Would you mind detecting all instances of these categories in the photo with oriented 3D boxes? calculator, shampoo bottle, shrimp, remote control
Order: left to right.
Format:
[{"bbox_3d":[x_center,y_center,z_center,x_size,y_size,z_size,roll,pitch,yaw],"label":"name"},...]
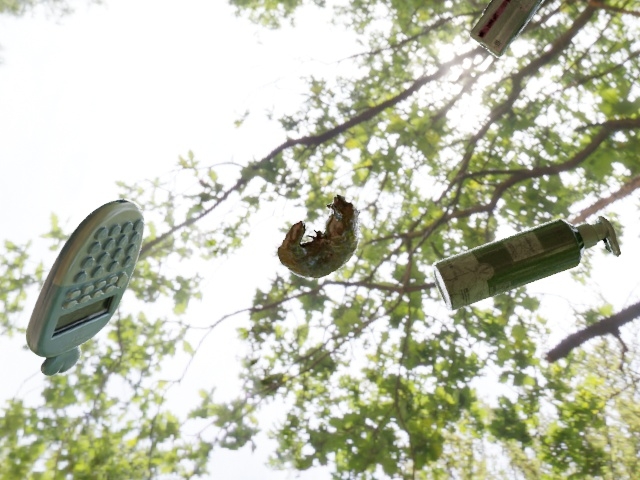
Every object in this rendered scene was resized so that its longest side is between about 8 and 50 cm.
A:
[{"bbox_3d":[-0.345,0.073,0.924,0.042,0.188,0.302,32,-74,9],"label":"calculator"},{"bbox_3d":[0.003,0.003,0.952,0.051,0.133,0.187,56,-27,33],"label":"shrimp"},{"bbox_3d":[0.285,-0.351,0.900,0.065,0.029,0.166,40,-66,10],"label":"remote control"},{"bbox_3d":[0.234,0.022,0.713,0.205,0.065,0.065,-19,-126,0],"label":"shampoo bottle"}]
